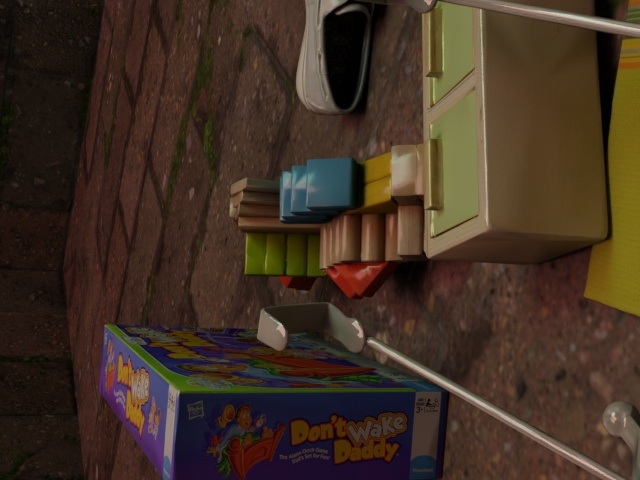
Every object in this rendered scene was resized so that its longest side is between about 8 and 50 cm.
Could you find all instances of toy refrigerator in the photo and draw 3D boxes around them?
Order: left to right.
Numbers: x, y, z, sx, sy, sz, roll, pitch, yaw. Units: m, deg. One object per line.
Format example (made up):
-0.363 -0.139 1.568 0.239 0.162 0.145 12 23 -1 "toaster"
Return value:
0.124 -0.125 0.624 0.102 0.094 0.269 146 126 -71 "toy refrigerator"

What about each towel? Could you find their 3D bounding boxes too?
0.207 -0.071 0.535 0.102 0.021 0.237 -150 66 -71 "towel"

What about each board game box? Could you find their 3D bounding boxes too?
-0.067 0.147 0.871 0.347 0.233 0.078 -172 86 -67 "board game box"

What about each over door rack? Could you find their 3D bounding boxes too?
0.132 -0.008 0.480 0.324 0.108 0.239 21 109 33 "over door rack"

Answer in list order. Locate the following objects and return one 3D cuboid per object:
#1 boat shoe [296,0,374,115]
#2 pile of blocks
0.026 -0.241 0.937 0.081 0.079 0.227 26 115 56 "boat shoe"
0.000 0.000 0.846 0.362 0.149 0.112 161 112 -65 "pile of blocks"
